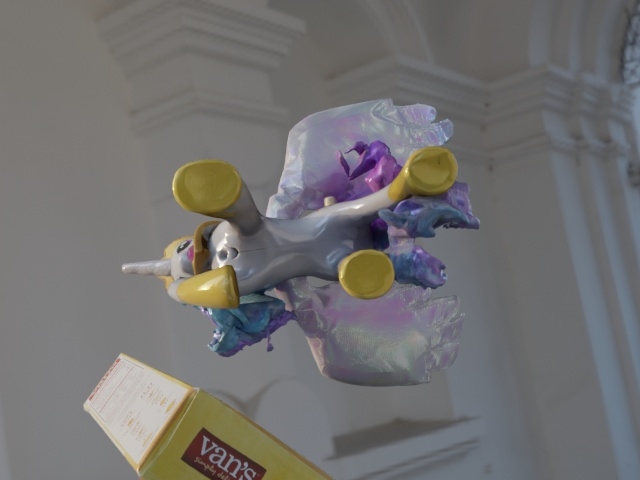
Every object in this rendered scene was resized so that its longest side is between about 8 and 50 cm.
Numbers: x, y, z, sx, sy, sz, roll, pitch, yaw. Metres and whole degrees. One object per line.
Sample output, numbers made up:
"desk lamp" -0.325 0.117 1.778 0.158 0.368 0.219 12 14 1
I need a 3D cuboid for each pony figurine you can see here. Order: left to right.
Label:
"pony figurine" 0.000 0.000 0.948 0.351 0.303 0.363 -5 -5 -15

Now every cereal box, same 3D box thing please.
"cereal box" -0.031 0.129 0.520 0.173 0.047 0.240 37 -13 -12
